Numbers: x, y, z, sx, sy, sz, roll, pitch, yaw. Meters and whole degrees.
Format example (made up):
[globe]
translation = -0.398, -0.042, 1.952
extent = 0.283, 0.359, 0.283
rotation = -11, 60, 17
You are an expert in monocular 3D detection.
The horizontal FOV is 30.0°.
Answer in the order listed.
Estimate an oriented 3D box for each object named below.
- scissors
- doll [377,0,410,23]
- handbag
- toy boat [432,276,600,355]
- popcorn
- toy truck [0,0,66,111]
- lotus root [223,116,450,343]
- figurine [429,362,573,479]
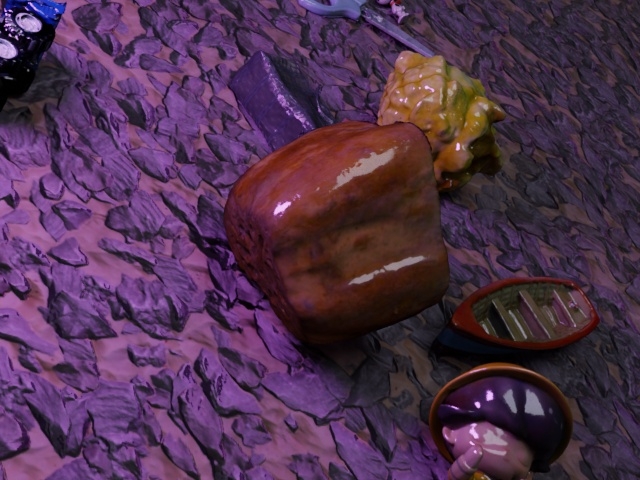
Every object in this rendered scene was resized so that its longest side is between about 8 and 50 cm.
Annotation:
[scissors]
translation = 0.094, -0.440, 2.349
extent = 0.360, 0.029, 0.191
rotation = 32, 41, -13
[doll]
translation = 0.152, -0.484, 2.436
extent = 0.085, 0.040, 0.058
rotation = 40, 48, 8
[handbag]
translation = -0.032, -0.213, 1.961
extent = 0.175, 0.088, 0.270
rotation = -1, 52, -52
[toy boat]
translation = 0.308, 0.127, 1.888
extent = 0.392, 0.079, 0.136
rotation = -6, 58, -46
[popcorn]
translation = 0.206, -0.213, 2.070
extent = 0.254, 0.195, 0.256
rotation = 58, 21, 15
[toy truck]
translation = -0.439, -0.267, 1.625
extent = 0.126, 0.113, 0.208
rotation = 35, 35, -4
[lotus root]
translation = 0.000, 0.000, 1.641
extent = 0.250, 0.316, 0.316
rotation = -21, 65, -30
[figurine]
translation = 0.226, 0.284, 1.584
extent = 0.192, 0.167, 0.256
rotation = 39, 56, -23
